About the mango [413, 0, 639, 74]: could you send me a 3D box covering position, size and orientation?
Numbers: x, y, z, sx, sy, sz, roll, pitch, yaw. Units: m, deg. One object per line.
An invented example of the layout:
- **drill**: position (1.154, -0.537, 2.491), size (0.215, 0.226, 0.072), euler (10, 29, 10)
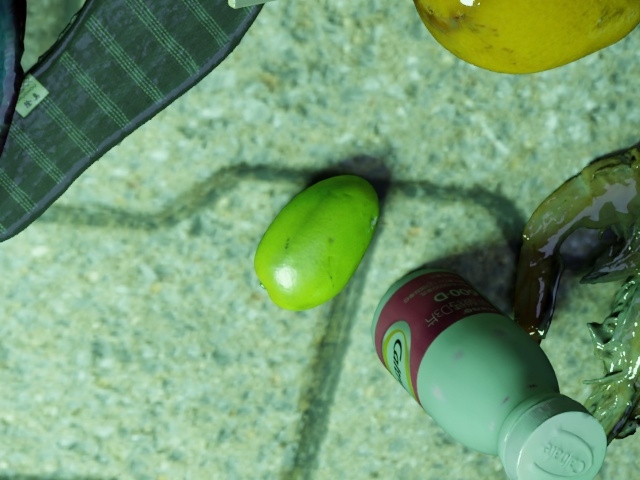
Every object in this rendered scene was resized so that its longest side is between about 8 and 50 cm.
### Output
- **mango**: position (0.149, -0.181, 1.116), size (0.219, 0.112, 0.145), euler (0, 112, -46)

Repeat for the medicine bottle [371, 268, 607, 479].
- **medicine bottle**: position (0.115, 0.099, 1.163), size (0.090, 0.216, 0.090), euler (-9, 115, -20)

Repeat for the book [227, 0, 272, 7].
- **book**: position (0.019, -0.225, 1.088), size (0.182, 0.014, 0.127), euler (-14, 119, -24)

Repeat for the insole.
- **insole**: position (-0.132, -0.117, 1.080), size (0.309, 0.012, 0.110), euler (-43, 123, -2)

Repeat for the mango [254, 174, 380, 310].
- **mango**: position (0.000, 0.000, 1.166), size (0.108, 0.056, 0.073), euler (-49, 127, -12)

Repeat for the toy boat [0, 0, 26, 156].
- **toy boat**: position (-0.270, -0.061, 0.974), size (0.142, 0.129, 0.309), euler (11, 109, -39)

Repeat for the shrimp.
- **shrimp**: position (0.217, 0.048, 1.286), size (0.173, 0.058, 0.253), euler (22, 99, -22)
